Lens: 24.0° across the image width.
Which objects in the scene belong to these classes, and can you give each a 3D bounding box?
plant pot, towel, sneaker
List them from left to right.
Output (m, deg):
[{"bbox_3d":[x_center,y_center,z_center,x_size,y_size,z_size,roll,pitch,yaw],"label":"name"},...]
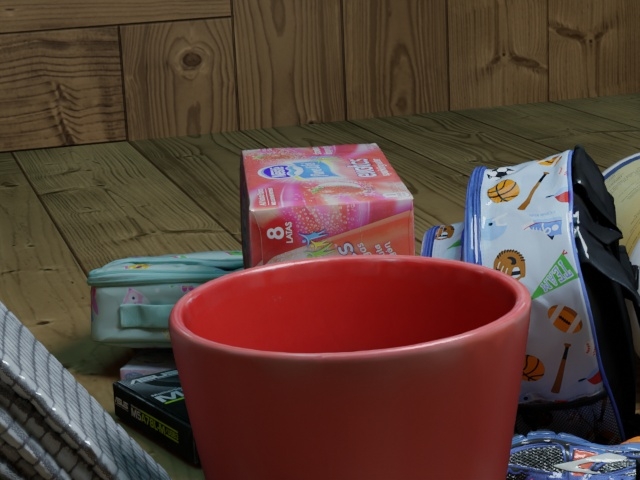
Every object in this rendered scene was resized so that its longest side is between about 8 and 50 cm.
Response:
[{"bbox_3d":[-0.237,0.164,1.187,0.121,0.284,0.235,-43,13,-3],"label":"towel"},{"bbox_3d":[0.026,0.159,1.159,0.274,0.243,0.275,-2,14,1],"label":"plant pot"},{"bbox_3d":[0.226,0.210,1.265,0.221,0.083,0.087,-6,22,0],"label":"sneaker"}]

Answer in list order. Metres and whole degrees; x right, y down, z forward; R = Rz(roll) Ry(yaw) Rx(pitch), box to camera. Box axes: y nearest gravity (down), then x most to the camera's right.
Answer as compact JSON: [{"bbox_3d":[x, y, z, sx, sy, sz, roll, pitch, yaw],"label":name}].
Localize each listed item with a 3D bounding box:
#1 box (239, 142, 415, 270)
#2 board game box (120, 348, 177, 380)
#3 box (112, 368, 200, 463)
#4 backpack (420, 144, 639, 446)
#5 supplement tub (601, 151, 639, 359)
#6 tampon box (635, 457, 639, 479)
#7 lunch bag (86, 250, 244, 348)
[{"bbox_3d":[0.000,0.000,1.468,0.154,0.142,0.300,-3,13,-3],"label":"box"},{"bbox_3d":[-0.172,0.143,1.727,0.090,0.020,0.090,1,13,13],"label":"board game box"},{"bbox_3d":[-0.091,0.167,1.563,0.190,0.045,0.184,-10,17,-31],"label":"box"},{"bbox_3d":[0.199,0.055,1.375,0.213,0.263,0.277,-9,42,7],"label":"backpack"},{"bbox_3d":[0.409,0.036,1.616,0.228,0.228,0.316,-4,14,-7],"label":"supplement tub"},{"bbox_3d":[0.308,0.231,1.108,0.120,0.102,0.161,-3,13,-2],"label":"tampon box"},{"bbox_3d":[-0.117,0.067,1.747,0.279,0.108,0.224,-2,1,22],"label":"lunch bag"}]
